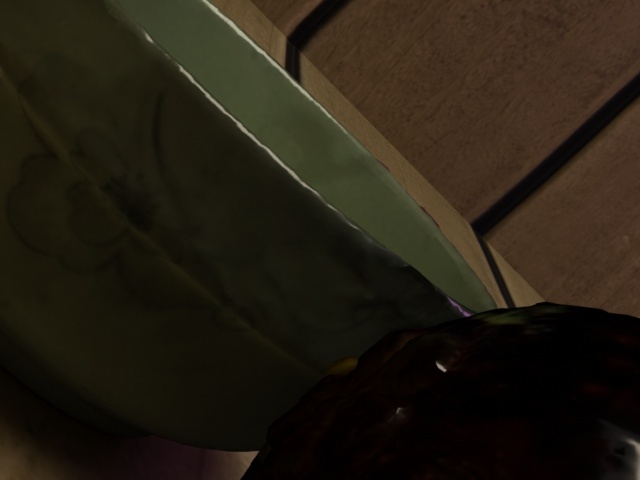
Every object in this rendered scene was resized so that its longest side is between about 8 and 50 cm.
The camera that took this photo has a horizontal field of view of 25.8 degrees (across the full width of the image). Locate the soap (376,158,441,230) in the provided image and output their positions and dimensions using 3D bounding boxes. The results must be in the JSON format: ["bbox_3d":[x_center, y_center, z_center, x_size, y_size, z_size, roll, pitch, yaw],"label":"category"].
[{"bbox_3d":[0.000,0.000,0.970,0.220,0.127,0.325,52,11,23],"label":"soap"}]

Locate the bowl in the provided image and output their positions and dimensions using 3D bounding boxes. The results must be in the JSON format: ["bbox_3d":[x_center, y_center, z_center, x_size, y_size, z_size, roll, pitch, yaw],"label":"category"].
[{"bbox_3d":[-0.076,-0.020,0.653,0.307,0.163,0.307,44,11,-11],"label":"bowl"}]

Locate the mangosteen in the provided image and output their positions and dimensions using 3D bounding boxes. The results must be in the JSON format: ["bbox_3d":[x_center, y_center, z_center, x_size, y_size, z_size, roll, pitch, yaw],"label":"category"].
[{"bbox_3d":[0.091,0.155,0.503,0.289,0.231,0.231,47,10,-24],"label":"mangosteen"}]
